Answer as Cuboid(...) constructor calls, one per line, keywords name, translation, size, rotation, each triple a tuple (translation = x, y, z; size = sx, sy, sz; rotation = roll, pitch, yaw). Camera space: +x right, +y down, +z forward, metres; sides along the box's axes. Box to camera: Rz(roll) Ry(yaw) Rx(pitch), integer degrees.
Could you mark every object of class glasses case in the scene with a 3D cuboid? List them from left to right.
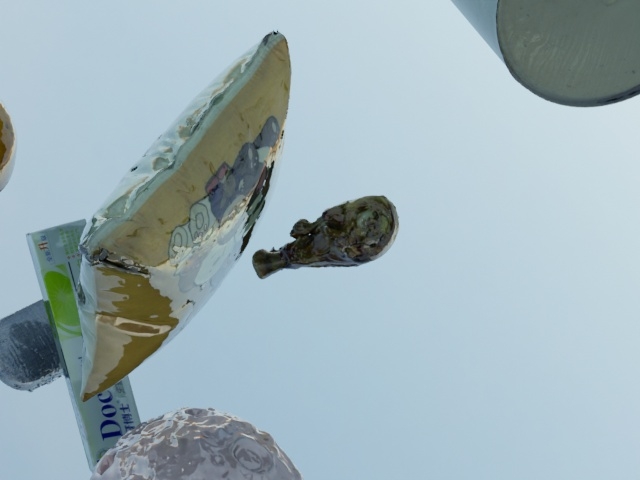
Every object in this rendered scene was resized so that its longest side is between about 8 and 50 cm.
Cuboid(name="glasses case", translation=(-0.352, 0.123, 2.089), size=(0.282, 0.067, 0.109), rotation=(-27, -100, -45))

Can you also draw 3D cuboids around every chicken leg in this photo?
Cuboid(name="chicken leg", translation=(0.000, 0.000, 1.556), size=(0.093, 0.178, 0.070), rotation=(32, -131, -46))

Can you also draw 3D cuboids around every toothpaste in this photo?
Cuboid(name="toothpaste", translation=(-0.309, 0.142, 1.971), size=(0.067, 0.081, 0.336), rotation=(170, 85, -73))

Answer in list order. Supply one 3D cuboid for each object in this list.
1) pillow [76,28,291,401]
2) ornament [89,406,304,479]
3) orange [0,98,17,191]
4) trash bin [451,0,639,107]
Cuboid(name="pillow", translation=(-0.132, -0.018, 1.410), size=(0.119, 0.312, 0.310), rotation=(31, -120, 6))
Cuboid(name="ornament", translation=(-0.137, 0.313, 1.591), size=(0.225, 0.259, 0.259), rotation=(-39, -91, -33))
Cuboid(name="orange", translation=(-0.380, -0.104, 1.482), size=(0.154, 0.154, 0.134), rotation=(40, -144, -20))
Cuboid(name="trash bin", translation=(0.233, -0.354, 1.594), size=(0.280, 0.280, 0.432), rotation=(32, -160, -33))
